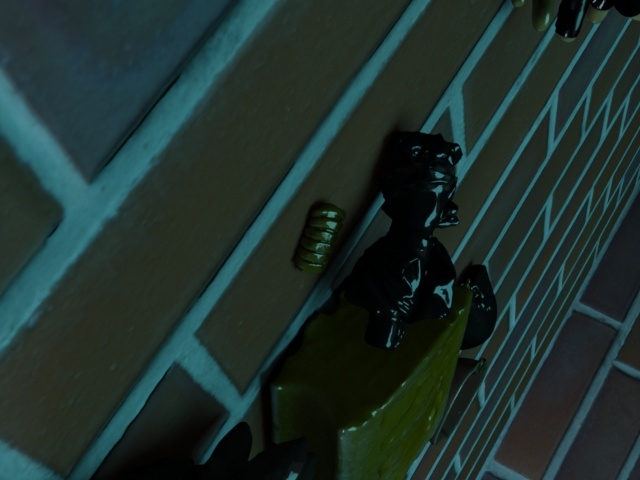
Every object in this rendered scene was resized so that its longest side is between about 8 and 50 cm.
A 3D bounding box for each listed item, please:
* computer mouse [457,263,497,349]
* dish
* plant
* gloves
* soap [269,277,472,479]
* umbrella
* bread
[{"bbox_3d":[0.313,0.148,1.686,0.147,0.088,0.264,-60,154,-15],"label":"computer mouse"},{"bbox_3d":[0.257,0.309,1.722,0.213,0.090,0.213,-45,152,-32],"label":"dish"},{"bbox_3d":[-0.122,0.296,0.814,0.321,0.182,0.194,-19,125,-61],"label":"plant"},{"bbox_3d":[0.337,-0.360,1.071,0.152,0.197,0.301,-48,153,-9],"label":"gloves"},{"bbox_3d":[0.064,0.219,1.155,0.293,0.156,0.335,-44,152,-37],"label":"soap"},{"bbox_3d":[0.111,0.002,1.025,0.110,0.122,0.272,-13,-121,65],"label":"umbrella"},{"bbox_3d":[0.000,0.000,0.944,0.049,0.034,0.087,2,112,-58],"label":"bread"}]
